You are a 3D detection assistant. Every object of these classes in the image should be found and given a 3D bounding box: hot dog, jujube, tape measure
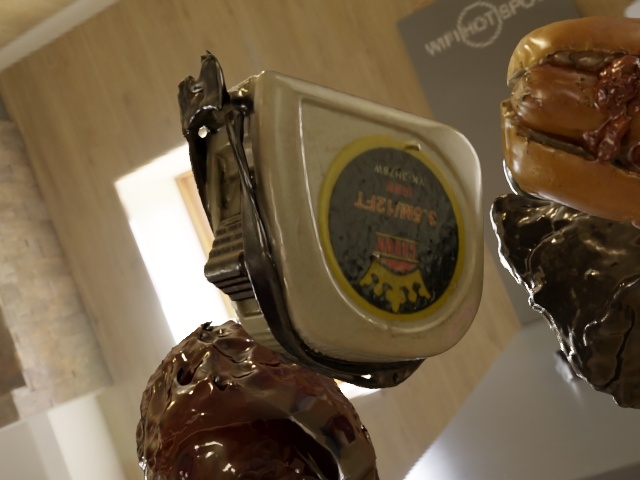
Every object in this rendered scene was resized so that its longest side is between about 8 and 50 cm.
[{"bbox_3d":[0.197,-0.036,0.342,0.249,0.102,0.076,15,-14,-7],"label":"hot dog"},{"bbox_3d":[-0.080,0.229,0.927,0.258,0.258,0.377,-21,16,-14],"label":"jujube"},{"bbox_3d":[0.000,0.000,0.680,0.271,0.231,0.133,13,-16,-35],"label":"tape measure"}]

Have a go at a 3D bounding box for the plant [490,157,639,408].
[{"bbox_3d":[0.277,0.007,0.737,0.188,0.199,0.276,-46,26,20],"label":"plant"}]
